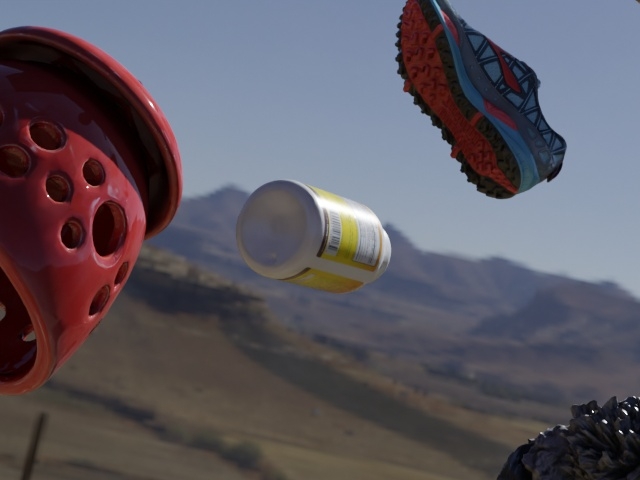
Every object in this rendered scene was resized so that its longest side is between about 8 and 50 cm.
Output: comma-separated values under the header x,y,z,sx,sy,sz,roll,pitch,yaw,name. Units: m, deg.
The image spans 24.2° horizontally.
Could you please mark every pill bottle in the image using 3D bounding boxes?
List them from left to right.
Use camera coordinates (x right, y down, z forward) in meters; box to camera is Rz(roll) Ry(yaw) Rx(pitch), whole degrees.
x,y,z,sx,sy,sz,roll,pitch,yaw,name
0.000,0.000,1.788,0.117,0.117,0.215,12,-3,31,pill bottle

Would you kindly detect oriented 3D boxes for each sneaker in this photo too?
x,y,z,sx,sy,sz,roll,pitch,yaw,name
0.179,-0.166,1.650,0.125,0.262,0.104,-17,-17,-34,sneaker

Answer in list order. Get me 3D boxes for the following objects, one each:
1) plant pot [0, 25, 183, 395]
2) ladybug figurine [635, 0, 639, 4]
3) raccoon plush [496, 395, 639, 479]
x,y,z,sx,sy,sz,roll,pitch,yaw,name
-0.197,-0.026,0.938,0.191,0.174,0.191,20,-42,20,plant pot
0.544,-0.387,1.886,0.305,0.162,0.449,31,-13,-20,ladybug figurine
0.316,0.256,1.125,0.216,0.446,0.299,38,23,-40,raccoon plush
